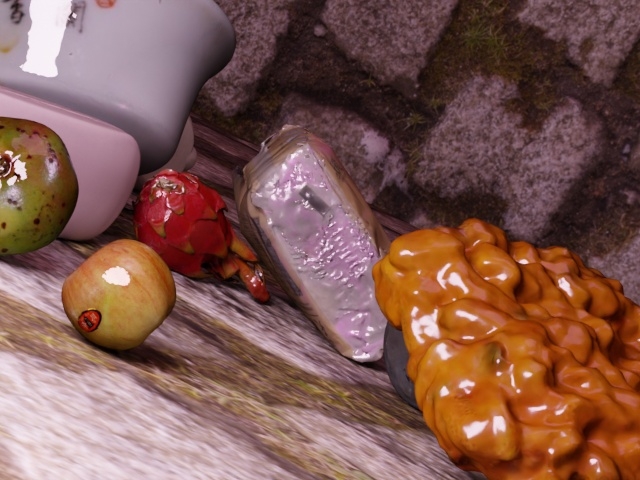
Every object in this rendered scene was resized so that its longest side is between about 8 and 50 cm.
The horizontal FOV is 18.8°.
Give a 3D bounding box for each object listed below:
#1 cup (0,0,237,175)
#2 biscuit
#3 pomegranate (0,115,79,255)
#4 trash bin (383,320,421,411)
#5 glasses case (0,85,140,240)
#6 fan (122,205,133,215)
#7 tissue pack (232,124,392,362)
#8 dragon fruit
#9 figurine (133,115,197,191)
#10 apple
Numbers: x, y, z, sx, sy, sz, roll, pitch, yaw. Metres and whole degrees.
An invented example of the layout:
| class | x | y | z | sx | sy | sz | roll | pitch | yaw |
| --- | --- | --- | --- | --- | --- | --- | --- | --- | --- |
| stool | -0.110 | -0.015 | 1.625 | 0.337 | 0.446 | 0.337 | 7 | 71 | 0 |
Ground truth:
| class | x | y | z | sx | sy | sz | roll | pitch | yaw |
| --- | --- | --- | --- | --- | --- | --- | --- | --- | --- |
| cup | -0.266 | -0.152 | 1.887 | 0.347 | 0.163 | 0.347 | 8 | -17 | 2 |
| biscuit | 0.202 | 0.117 | 1.544 | 0.318 | 0.110 | 0.312 | 20 | 31 | -32 |
| pomegranate | -0.247 | -0.037 | 1.527 | 0.115 | 0.114 | 0.142 | 25 | -18 | 0 |
| trash bin | 0.152 | 0.097 | 1.752 | 0.161 | 0.175 | 0.175 | 4 | 19 | -47 |
| glasses case | -0.263 | -0.069 | 1.687 | 0.075 | 0.113 | 0.297 | 31 | 7 | 29 |
| fan | -0.323 | -0.079 | 2.054 | 0.294 | 0.012 | 0.223 | 26 | 5 | 21 |
| tissue pack | 0.000 | 0.000 | 1.919 | 0.215 | 0.123 | 0.256 | 56 | 3 | -9 |
| dragon fruit | -0.119 | 0.003 | 1.886 | 0.094 | 0.094 | 0.190 | 31 | -13 | 50 |
| figurine | -0.281 | -0.148 | 2.392 | 0.236 | 0.127 | 0.155 | 22 | 13 | 31 |
| apple | -0.141 | 0.040 | 1.366 | 0.071 | 0.084 | 0.084 | 52 | 7 | 2 |
